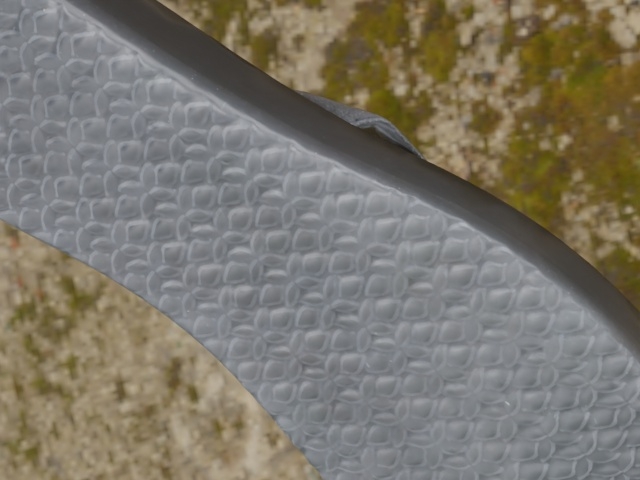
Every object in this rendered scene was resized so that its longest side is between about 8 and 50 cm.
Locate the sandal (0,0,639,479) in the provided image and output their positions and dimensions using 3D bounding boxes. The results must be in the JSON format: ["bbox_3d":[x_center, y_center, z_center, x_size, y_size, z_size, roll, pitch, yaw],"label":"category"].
[{"bbox_3d":[0.000,-0.001,0.398,0.254,0.054,0.097,38,122,-3],"label":"sandal"}]
